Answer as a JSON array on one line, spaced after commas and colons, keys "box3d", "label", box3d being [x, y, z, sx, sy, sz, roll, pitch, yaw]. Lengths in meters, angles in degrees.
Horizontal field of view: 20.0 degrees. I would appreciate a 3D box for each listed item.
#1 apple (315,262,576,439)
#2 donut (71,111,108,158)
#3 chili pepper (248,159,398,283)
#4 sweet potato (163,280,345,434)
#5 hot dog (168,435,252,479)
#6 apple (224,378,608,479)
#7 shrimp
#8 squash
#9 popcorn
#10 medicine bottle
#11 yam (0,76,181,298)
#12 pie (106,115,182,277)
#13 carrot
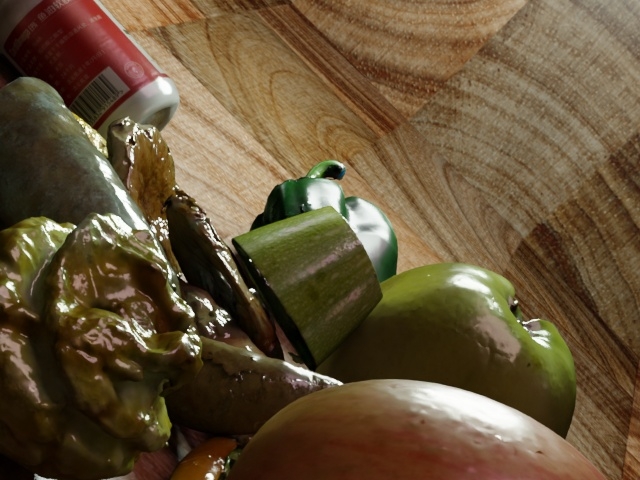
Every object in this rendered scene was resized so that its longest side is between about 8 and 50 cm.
[{"box3d": [0.143, 0.166, 2.031, 0.292, 0.254, 0.292, 38, 19, -16], "label": "apple"}, {"box3d": [-0.276, -0.087, 1.935, 0.162, 0.065, 0.178, 42, 16, -14], "label": "donut"}, {"box3d": [0.000, 0.000, 2.259, 0.174, 0.165, 0.261, 19, 28, -21], "label": "chili pepper"}, {"box3d": [-0.112, 0.118, 1.720, 0.310, 0.124, 0.098, 29, -22, 28], "label": "sweet potato"}, {"box3d": [-0.089, 0.233, 1.590, 0.100, 0.068, 0.249, 45, 15, -5], "label": "hot dog"}, {"box3d": [0.059, 0.277, 1.346, 0.364, 0.364, 0.364, 41, 16, -14], "label": "apple"}, {"box3d": [-0.090, 0.055, 1.879, 0.253, 0.058, 0.173, 62, -13, -25], "label": "shrimp"}, {"box3d": [-0.013, 0.046, 1.940, 0.170, 0.123, 0.170, 56, -11, 16], "label": "squash"}, {"box3d": [-0.203, 0.085, 1.447, 0.204, 0.184, 0.221, 11, 48, -33], "label": "popcorn"}, {"box3d": [-0.286, -0.215, 2.118, 0.250, 0.131, 0.131, 48, 15, 8], "label": "medicine bottle"}, {"box3d": [-0.237, -0.016, 1.718, 0.330, 0.133, 0.133, 52, 16, 29], "label": "yam"}, {"box3d": [-0.189, -0.038, 1.909, 0.195, 0.046, 0.195, -10, 90, -76], "label": "pie"}, {"box3d": [-0.092, 0.126, 1.814, 0.263, 0.102, 0.102, 53, 17, 28], "label": "carrot"}]
